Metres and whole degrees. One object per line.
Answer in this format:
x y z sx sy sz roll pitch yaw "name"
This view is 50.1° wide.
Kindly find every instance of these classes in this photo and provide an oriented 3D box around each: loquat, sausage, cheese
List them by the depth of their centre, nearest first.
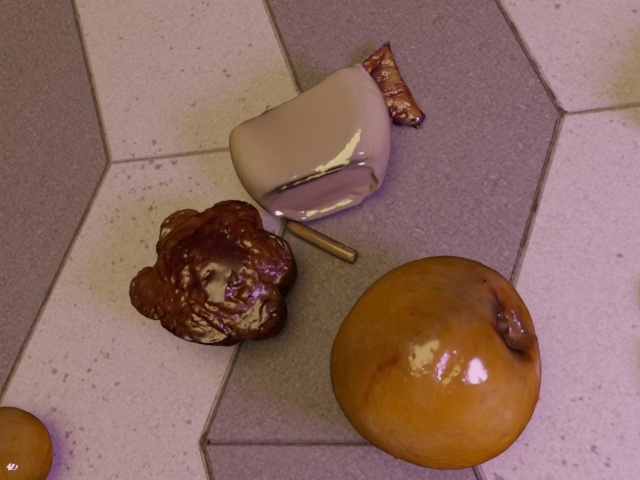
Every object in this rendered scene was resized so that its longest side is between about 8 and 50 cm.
0.144 0.162 0.885 0.274 0.275 0.275 -5 69 13 "loquat"
-0.500 0.333 1.048 0.172 0.149 0.204 -41 54 3 "loquat"
0.000 0.000 1.100 0.132 0.024 0.024 27 79 21 "sausage"
-0.015 -0.161 1.104 0.265 0.127 0.233 -21 67 11 "cheese"

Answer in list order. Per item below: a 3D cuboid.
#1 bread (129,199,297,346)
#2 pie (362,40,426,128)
-0.149 0.053 1.060 0.246 0.135 0.232 18 76 21 "bread"
0.111 -0.250 1.154 0.092 0.034 0.170 -28 70 8 "pie"
